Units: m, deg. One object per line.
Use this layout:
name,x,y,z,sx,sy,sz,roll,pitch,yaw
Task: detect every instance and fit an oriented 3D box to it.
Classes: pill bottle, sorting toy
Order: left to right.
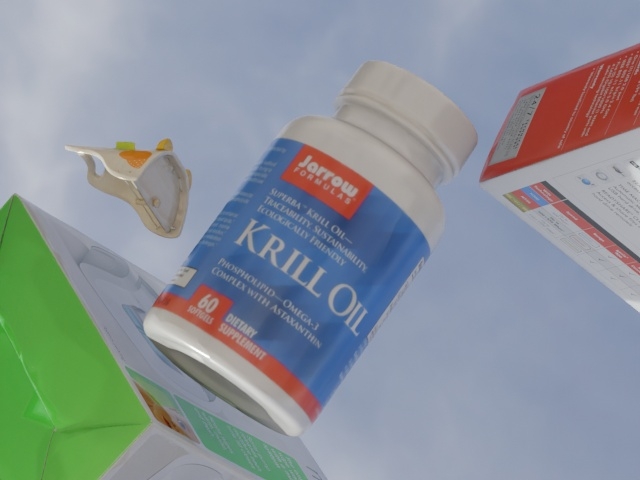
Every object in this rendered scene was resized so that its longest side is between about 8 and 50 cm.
sorting toy,-0.133,-0.045,1.239,0.075,0.083,0.045,13,-114,22
pill bottle,0.000,0.000,1.142,0.124,0.124,0.221,29,-104,23

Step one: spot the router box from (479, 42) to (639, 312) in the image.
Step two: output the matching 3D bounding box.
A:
router box,0.316,0.000,1.136,0.335,0.301,0.082,37,-116,-20

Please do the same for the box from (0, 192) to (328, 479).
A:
box,-0.129,0.128,1.264,0.127,0.231,0.262,-47,-137,9
